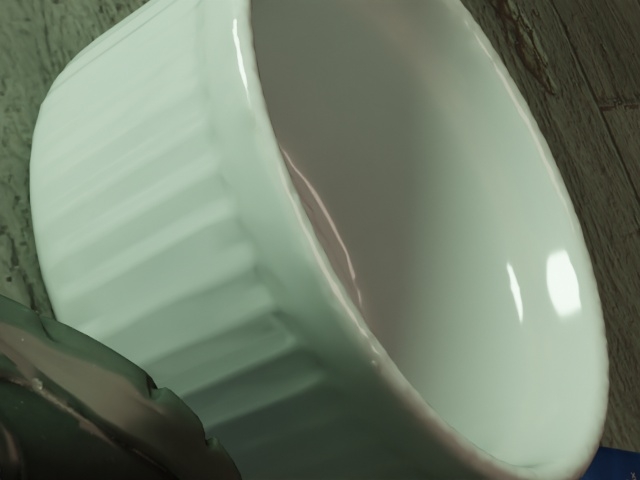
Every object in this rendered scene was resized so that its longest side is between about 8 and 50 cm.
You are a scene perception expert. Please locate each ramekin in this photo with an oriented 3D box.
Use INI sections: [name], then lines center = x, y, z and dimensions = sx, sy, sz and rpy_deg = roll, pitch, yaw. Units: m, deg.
[ramekin]
center = 0.000, 0.000, 0.811
dimensions = 0.277, 0.135, 0.277
rpy_deg = 42, 34, -37

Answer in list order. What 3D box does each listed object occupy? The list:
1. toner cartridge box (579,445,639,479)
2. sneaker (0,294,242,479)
[toner cartridge box]
center = 0.175, 0.281, 0.944
dimensions = 0.165, 0.075, 0.348
rpy_deg = 14, 55, -55
[sneaker]
center = -0.148, 0.064, 0.555
dimensions = 0.341, 0.125, 0.140
rpy_deg = 43, 61, -40
